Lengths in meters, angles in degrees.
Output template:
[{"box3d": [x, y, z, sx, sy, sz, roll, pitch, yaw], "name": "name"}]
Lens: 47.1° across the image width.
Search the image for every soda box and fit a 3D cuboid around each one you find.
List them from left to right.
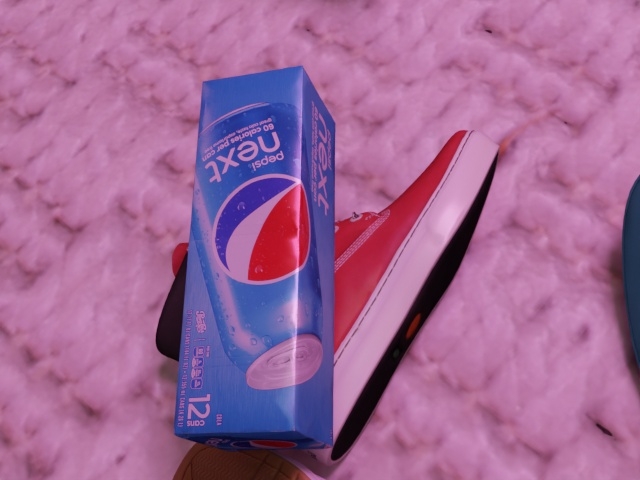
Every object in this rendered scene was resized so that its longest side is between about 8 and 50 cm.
[{"box3d": [-0.032, 0.010, 0.423, 0.067, 0.071, 0.210, -6, 67, 15], "name": "soda box"}]

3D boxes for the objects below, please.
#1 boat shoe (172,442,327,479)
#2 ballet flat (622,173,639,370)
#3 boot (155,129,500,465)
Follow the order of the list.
[{"box3d": [0.024, 0.197, 0.398, 0.277, 0.096, 0.098, 23, 85, 39], "name": "boat shoe"}, {"box3d": [0.251, 0.099, 0.417, 0.106, 0.107, 0.316, 4, 68, -12], "name": "ballet flat"}, {"box3d": [0.000, 0.000, 0.501, 0.176, 0.088, 0.244, 29, 75, 22], "name": "boot"}]
